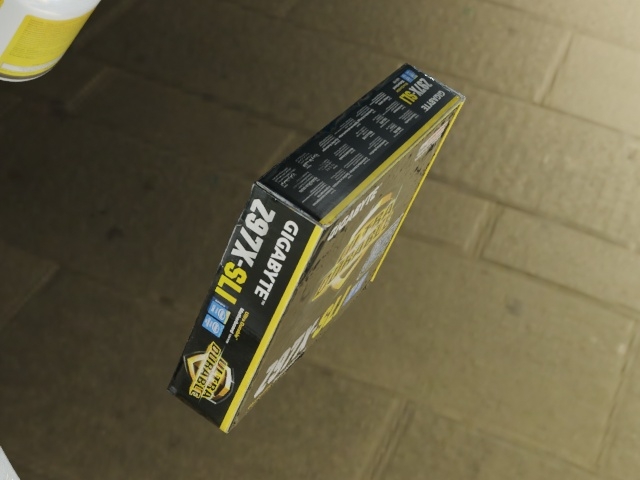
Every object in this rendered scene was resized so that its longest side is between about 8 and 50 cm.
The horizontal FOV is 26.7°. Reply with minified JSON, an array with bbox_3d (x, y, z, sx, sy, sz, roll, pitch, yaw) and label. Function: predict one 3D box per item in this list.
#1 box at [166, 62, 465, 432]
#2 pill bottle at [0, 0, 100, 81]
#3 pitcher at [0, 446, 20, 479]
[{"bbox_3d":[0.000,0.000,1.271,0.079,0.257,0.322,34,36,10],"label":"box"},{"bbox_3d":[-0.228,-0.208,1.077,0.103,0.184,0.103,11,67,-26],"label":"pill bottle"},{"bbox_3d":[-0.244,0.260,0.942,0.178,0.125,0.207,38,74,-8],"label":"pitcher"}]
